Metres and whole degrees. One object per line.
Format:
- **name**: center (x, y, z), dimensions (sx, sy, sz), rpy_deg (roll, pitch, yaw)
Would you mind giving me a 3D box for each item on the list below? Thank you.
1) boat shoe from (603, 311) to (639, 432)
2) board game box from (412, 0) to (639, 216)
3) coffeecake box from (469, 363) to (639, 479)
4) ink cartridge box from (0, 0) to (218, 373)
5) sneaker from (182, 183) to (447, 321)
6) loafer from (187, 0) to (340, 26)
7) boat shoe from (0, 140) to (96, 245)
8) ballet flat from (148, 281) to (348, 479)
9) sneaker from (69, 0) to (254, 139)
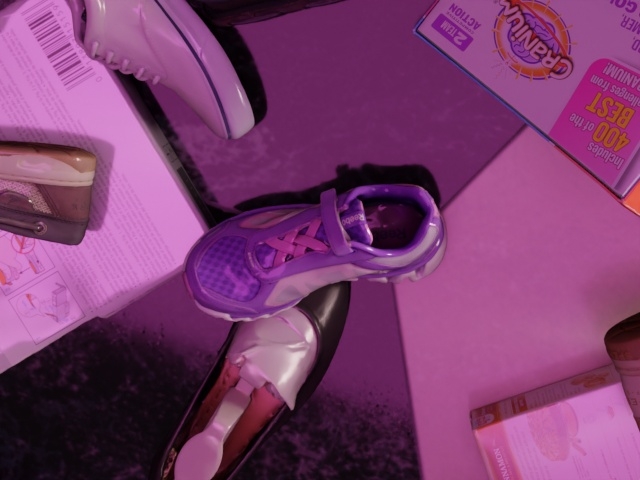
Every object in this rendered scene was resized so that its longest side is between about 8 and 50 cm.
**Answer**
- **boat shoe**: center (0.405, 0.069, 1.310), dimensions (0.341, 0.121, 0.110), rpy_deg (-20, 95, -5)
- **board game box**: center (0.259, -0.214, 1.232), dimensions (0.242, 0.064, 0.316), rpy_deg (44, 101, 28)
- **coffeecake box**: center (0.241, 0.194, 1.384), dimensions (0.185, 0.068, 0.142), rpy_deg (-19, 97, 7)
- **ink cartridge box**: center (-0.254, -0.052, 1.386), dimensions (0.238, 0.060, 0.275), rpy_deg (-30, 96, 9)
- **sneaker**: center (0.000, 0.000, 1.322), dimensions (0.236, 0.104, 0.095), rpy_deg (-13, 79, -10)
- **loafer**: center (0.025, -0.255, 1.331), dimensions (0.302, 0.095, 0.109), rpy_deg (-15, 64, 3)
- **boat shoe**: center (-0.330, -0.039, 1.314), dimensions (0.285, 0.103, 0.092), rpy_deg (2, 94, -3)
- **ballet flat**: center (-0.061, 0.136, 1.383), dimensions (0.095, 0.096, 0.280), rpy_deg (30, 100, 1)
- **sneaker**: center (-0.158, -0.178, 1.324), dimensions (0.091, 0.094, 0.258), rpy_deg (-40, 105, -11)
